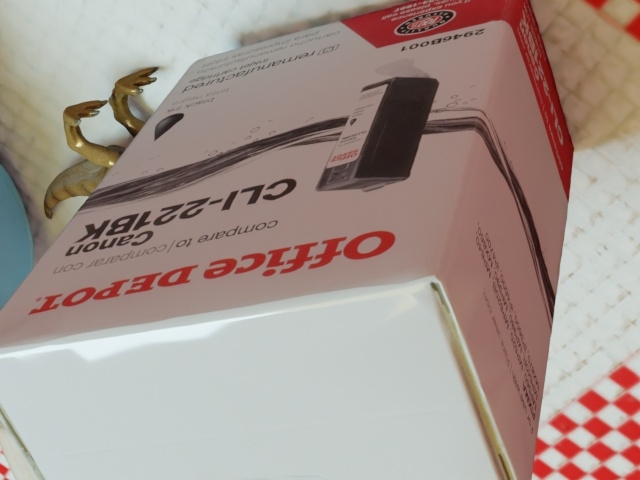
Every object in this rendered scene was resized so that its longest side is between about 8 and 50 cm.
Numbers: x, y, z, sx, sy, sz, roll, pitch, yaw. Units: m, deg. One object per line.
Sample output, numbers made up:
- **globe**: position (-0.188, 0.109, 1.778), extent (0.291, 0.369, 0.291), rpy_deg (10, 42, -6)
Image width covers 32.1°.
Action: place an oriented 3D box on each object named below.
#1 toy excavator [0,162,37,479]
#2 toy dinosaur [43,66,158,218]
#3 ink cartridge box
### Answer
- **toy excavator**: position (-0.284, 0.076, 0.789), extent (0.222, 0.445, 0.433), rpy_deg (-3, 82, 30)
- **toy dinosaur**: position (-0.125, -0.043, 0.700), extent (0.211, 0.064, 0.112), rpy_deg (1, 127, 27)
- **ink cartridge box**: position (0.000, 0.000, 0.510), extent (0.197, 0.273, 0.114), rpy_deg (-11, 120, 23)
